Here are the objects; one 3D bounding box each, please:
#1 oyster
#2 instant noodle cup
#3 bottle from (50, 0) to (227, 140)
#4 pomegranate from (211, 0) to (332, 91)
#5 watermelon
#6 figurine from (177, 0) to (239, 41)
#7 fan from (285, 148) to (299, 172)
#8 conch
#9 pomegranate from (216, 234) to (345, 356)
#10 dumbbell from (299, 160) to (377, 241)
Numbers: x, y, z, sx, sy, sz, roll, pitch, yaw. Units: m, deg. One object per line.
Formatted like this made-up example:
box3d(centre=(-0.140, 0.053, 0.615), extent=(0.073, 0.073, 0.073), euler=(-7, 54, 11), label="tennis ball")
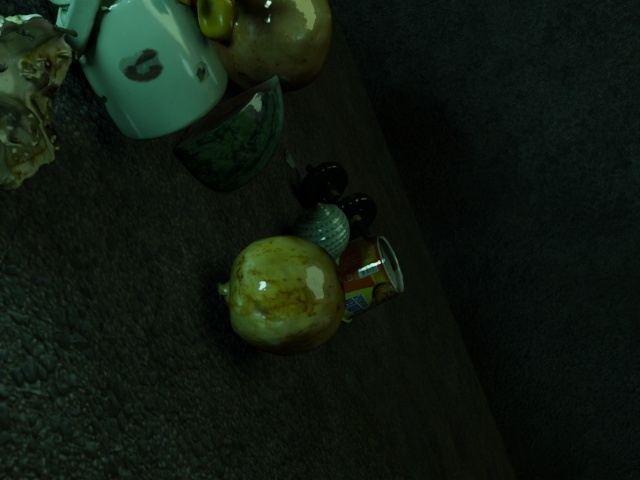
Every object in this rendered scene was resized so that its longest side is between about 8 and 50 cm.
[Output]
box3d(centre=(-0.402, -0.175, 0.942), extent=(0.355, 0.106, 0.201), euler=(-86, -179, -67), label="oyster")
box3d(centre=(0.112, 0.091, 1.982), extent=(0.213, 0.174, 0.213), euler=(56, 20, -34), label="instant noodle cup")
box3d(centre=(-0.313, -0.343, 1.170), extent=(0.229, 0.229, 0.352), euler=(-93, 161, -47), label="bottle")
box3d(centre=(-0.139, -0.510, 1.799), extent=(0.338, 0.338, 0.338), euler=(55, 21, -34), label="pomegranate")
box3d(centre=(-0.164, -0.226, 1.563), extent=(0.176, 0.260, 0.256), euler=(58, -3, 16), label="watermelon")
box3d(centre=(-0.176, -0.380, 1.135), extent=(0.122, 0.121, 0.176), euler=(-49, 136, -41), label="figurine")
box3d(centre=(-0.078, -0.212, 2.079), extent=(0.083, 0.004, 0.056), euler=(51, 24, -44), label="fan")
box3d(centre=(-0.009, -0.002, 1.818), extent=(0.172, 0.131, 0.200), euler=(-132, -132, -57), label="conch")
box3d(centre=(-0.070, 0.098, 1.376), extent=(0.248, 0.248, 0.248), euler=(55, 21, -34), label="pomegranate")
box3d(centre=(0.045, -0.104, 1.989), extent=(0.325, 0.143, 0.143), euler=(51, 5, 38), label="dumbbell")
